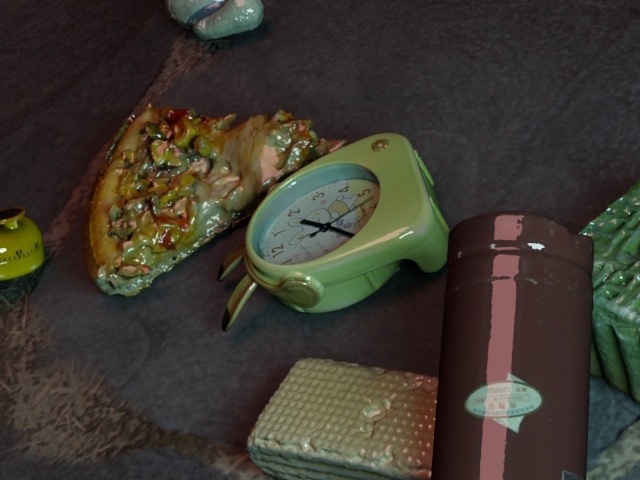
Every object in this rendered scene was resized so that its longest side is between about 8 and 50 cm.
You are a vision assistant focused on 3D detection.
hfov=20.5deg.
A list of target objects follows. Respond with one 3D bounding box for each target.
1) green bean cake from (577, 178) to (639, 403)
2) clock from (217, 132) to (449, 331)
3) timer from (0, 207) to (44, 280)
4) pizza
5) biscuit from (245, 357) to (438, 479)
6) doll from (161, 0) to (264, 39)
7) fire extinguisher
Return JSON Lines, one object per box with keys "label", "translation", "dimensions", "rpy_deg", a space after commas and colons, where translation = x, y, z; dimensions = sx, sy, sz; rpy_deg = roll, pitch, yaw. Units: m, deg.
{"label": "green bean cake", "translation": [0.280, 0.033, 1.402], "dimensions": [0.181, 0.094, 0.173], "rpy_deg": [-41, 37, -15]}
{"label": "clock", "translation": [0.000, 0.000, 1.659], "dimensions": [0.232, 0.069, 0.170], "rpy_deg": [-25, 37, 10]}
{"label": "timer", "translation": [-0.346, 0.019, 1.875], "dimensions": [0.107, 0.109, 0.107], "rpy_deg": [-3, 19, 1]}
{"label": "pizza", "translation": [-0.138, -0.044, 1.807], "dimensions": [0.288, 0.074, 0.251], "rpy_deg": [1, 49, 37]}
{"label": "biscuit", "translation": [0.055, 0.155, 1.443], "dimensions": [0.239, 0.062, 0.108], "rpy_deg": [6, 50, 39]}
{"label": "doll", "translation": [-0.134, -0.294, 2.096], "dimensions": [0.103, 0.071, 0.214], "rpy_deg": [-44, 45, 2]}
{"label": "fire extinguisher", "translation": [0.144, 0.151, 1.290], "dimensions": [0.135, 0.114, 0.337], "rpy_deg": [-23, 55, 51]}
